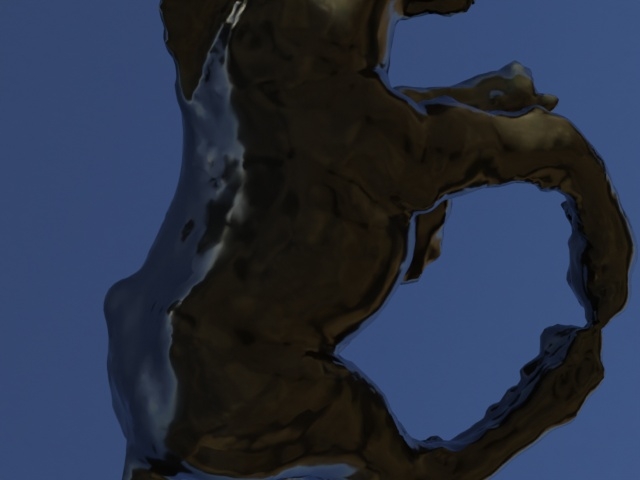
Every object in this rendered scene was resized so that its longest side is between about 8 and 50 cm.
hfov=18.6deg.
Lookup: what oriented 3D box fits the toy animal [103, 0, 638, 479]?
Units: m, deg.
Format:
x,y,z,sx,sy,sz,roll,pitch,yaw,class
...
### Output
x,y,z,sx,sy,sz,roll,pitch,yaw,class
0.000,0.000,0.495,0.148,0.084,0.232,24,-90,-34,toy animal
